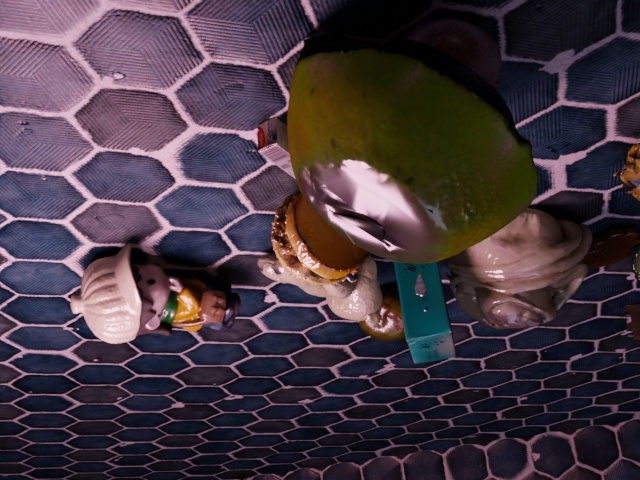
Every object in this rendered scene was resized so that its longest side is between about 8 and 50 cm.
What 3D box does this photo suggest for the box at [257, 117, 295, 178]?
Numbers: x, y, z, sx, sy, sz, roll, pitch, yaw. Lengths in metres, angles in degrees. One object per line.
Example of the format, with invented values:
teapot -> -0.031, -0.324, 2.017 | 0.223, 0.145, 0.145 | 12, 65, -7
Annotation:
box -> -0.028, -0.132, 1.542 | 0.039, 0.055, 0.218 | -19, 151, 27

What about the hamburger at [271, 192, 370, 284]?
hamburger -> -0.008, -0.004, 1.662 | 0.191, 0.182, 0.118 | -5, 154, -41

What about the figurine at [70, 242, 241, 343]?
figurine -> -0.338, 0.133, 1.875 | 0.332, 0.185, 0.204 | 26, 104, -40

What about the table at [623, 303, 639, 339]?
table -> 0.833, 0.208, 2.372 | 0.082, 0.083, 0.070 | -7, 151, 17

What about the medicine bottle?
medicine bottle -> 0.181, -0.203, 1.348 | 0.147, 0.147, 0.247 | -5, 153, -1

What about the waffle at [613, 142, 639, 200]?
waffle -> 0.736, -0.142, 1.602 | 0.379, 0.095, 0.382 | 14, 148, -16

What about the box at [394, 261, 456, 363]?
box -> 0.208, 0.109, 1.863 | 0.092, 0.245, 0.153 | -11, 154, 8

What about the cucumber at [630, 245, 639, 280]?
cucumber -> 0.745, 0.032, 2.000 | 0.115, 0.062, 0.116 | -7, 143, -34

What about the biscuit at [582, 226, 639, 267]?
biscuit -> 0.633, 0.014, 2.001 | 0.124, 0.026, 0.175 | -4, 154, -11

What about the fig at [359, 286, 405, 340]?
fig -> 0.164, 0.152, 2.128 | 0.133, 0.185, 0.127 | -13, 115, 25

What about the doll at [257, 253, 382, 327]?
doll -> 0.012, 0.073, 1.905 | 0.278, 0.175, 0.149 | 19, 116, -31

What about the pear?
pear -> 0.093, -0.097, 1.275 | 0.399, 0.165, 0.399 | 31, 158, 14

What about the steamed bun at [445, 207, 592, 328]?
steamed bun -> 0.412, 0.077, 1.884 | 0.268, 0.207, 0.280 | 7, 149, -23
